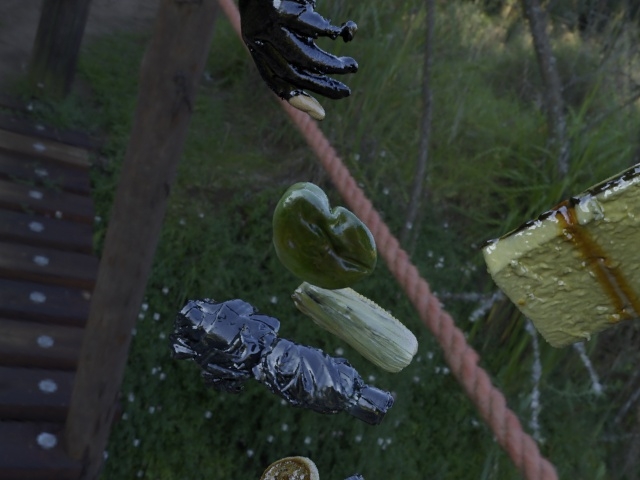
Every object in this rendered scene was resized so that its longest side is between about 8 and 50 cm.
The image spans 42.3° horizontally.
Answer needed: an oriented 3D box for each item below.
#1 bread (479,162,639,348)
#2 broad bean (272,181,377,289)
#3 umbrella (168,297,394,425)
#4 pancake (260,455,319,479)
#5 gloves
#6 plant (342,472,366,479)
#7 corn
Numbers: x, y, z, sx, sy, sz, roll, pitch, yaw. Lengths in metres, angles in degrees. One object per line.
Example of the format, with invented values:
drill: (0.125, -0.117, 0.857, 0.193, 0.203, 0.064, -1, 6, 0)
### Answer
bread: (0.366, -0.022, 1.132, 0.236, 0.263, 0.198, 37, 33, -40)
broad bean: (0.001, -0.001, 1.421, 0.207, 0.153, 0.072, 52, 13, -7)
umbrella: (-0.060, 0.186, 1.228, 0.336, 0.128, 0.154, 21, 15, -1)
pancake: (-0.065, 0.465, 1.517, 0.028, 0.158, 0.158, 39, 4, -38)
gloves: (-0.032, -0.218, 0.928, 0.129, 0.181, 0.106, 0, 19, 43)
plant: (0.094, 0.596, 1.644, 0.256, 0.142, 0.164, 55, 9, 18)
corn: (0.078, 0.186, 1.878, 0.305, 0.122, 0.123, 32, 8, 7)
